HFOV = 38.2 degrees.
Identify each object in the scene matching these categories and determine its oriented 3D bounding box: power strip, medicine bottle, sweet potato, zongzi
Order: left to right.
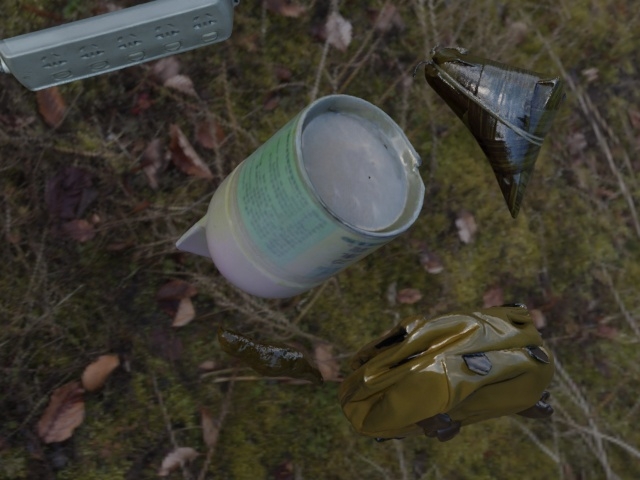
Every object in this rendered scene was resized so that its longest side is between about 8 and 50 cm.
[{"bbox_3d":[-0.195,-0.184,0.850,0.252,0.060,0.027,-15,70,-1],"label":"power strip"},{"bbox_3d":[-0.086,0.199,1.577,0.273,0.067,0.067,29,62,-43],"label":"sweet potato"},{"bbox_3d":[-0.048,-0.037,1.478,0.235,0.406,0.236,16,59,-29],"label":"medicine bottle"},{"bbox_3d":[0.197,-0.143,1.184,0.084,0.187,0.184,-12,122,-70],"label":"zongzi"}]

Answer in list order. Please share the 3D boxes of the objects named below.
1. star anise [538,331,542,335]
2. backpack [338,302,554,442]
[{"bbox_3d":[0.376,0.221,1.832,0.141,0.141,0.042,-20,52,-36],"label":"star anise"},{"bbox_3d":[0.215,0.243,1.616,0.353,0.378,0.201,-1,65,-31],"label":"backpack"}]
